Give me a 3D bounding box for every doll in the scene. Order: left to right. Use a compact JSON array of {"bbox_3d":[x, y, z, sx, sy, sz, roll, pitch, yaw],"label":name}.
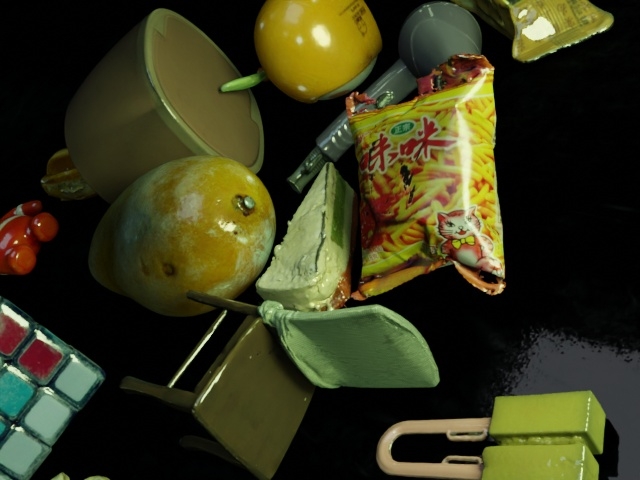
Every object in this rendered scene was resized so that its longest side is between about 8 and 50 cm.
[{"bbox_3d":[-0.628,0.000,1.673,0.336,0.105,0.199,2,54,39],"label":"doll"},{"bbox_3d":[-0.030,-0.311,1.435,0.236,0.213,0.213,-22,41,33],"label":"doll"}]

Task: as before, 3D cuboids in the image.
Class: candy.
[{"bbox_3d":[0.288,-0.337,1.286,0.143,0.101,0.271,-32,45,-1],"label":"candy"}]

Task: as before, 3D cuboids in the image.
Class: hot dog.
[{"bbox_3d":[-0.412,-0.132,1.656,0.269,0.072,0.115,-5,49,33],"label":"hot dog"}]

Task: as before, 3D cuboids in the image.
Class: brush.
[{"bbox_3d":[0.160,0.210,0.895,0.233,0.047,0.103,-9,47,34],"label":"brush"}]

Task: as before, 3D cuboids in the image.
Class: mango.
[{"bbox_3d":[-0.202,0.000,1.259,0.384,0.199,0.221,-17,68,46],"label":"mango"}]

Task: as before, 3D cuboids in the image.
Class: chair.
[{"bbox_3d":[-0.050,0.164,1.021,0.319,0.160,0.186,4,50,42],"label":"chair"}]

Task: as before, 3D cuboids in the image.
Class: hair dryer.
[{"bbox_3d":[0.088,-0.182,1.282,0.361,0.121,0.301,-43,18,18],"label":"hair dryer"}]

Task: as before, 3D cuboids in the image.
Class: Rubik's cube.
[{"bbox_3d":[-0.505,0.195,1.184,0.292,0.287,0.293,-54,20,-18],"label":"Rubik's cube"}]

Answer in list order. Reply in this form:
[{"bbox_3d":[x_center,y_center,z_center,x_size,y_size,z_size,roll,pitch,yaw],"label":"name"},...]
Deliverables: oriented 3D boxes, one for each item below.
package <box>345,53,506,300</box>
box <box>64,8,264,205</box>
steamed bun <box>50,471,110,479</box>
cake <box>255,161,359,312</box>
[{"bbox_3d":[0.125,-0.067,1.100,0.223,0.108,0.288,-9,75,39],"label":"package"},{"bbox_3d":[-0.256,-0.190,1.439,0.216,0.301,0.301,-28,39,25],"label":"box"},{"bbox_3d":[-0.276,0.404,0.984,0.295,0.137,0.292,-31,35,-3],"label":"steamed bun"},{"bbox_3d":[0.013,0.004,1.175,0.117,0.086,0.220,12,61,45],"label":"cake"}]
